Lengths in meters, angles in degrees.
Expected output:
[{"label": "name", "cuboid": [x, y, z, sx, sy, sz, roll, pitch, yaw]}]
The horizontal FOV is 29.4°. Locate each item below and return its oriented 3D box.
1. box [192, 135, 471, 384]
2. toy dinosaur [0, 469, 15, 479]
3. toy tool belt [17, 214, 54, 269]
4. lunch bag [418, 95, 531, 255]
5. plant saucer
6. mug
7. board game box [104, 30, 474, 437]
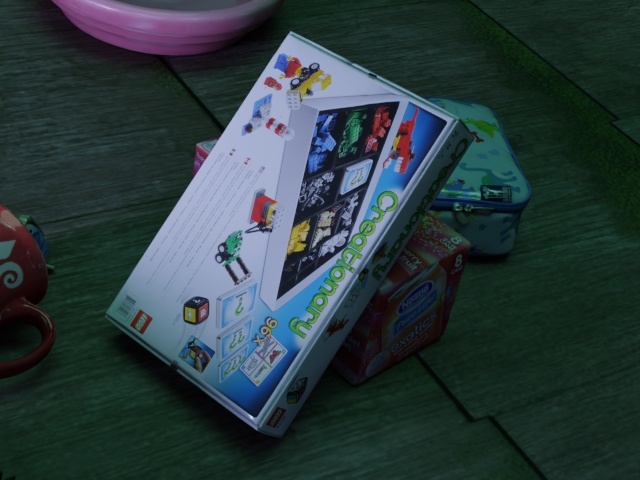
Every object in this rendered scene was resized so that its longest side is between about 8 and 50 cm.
[{"label": "box", "cuboid": [0.000, 0.000, 1.165, 0.128, 0.122, 0.257, -24, 50, -38]}, {"label": "toy dinosaur", "cuboid": [-0.337, 0.192, 0.832, 0.218, 0.164, 0.321, -3, 75, 3]}, {"label": "toy tool belt", "cuboid": [-0.275, 0.003, 1.123, 0.051, 0.083, 0.052, 32, 78, 15]}, {"label": "lunch bag", "cuboid": [0.124, -0.075, 1.331, 0.176, 0.090, 0.219, 4, 37, -7]}, {"label": "plant saucer", "cuboid": [-0.208, -0.336, 1.577, 0.332, 0.084, 0.332, 8, 38, -6]}, {"label": "mug", "cuboid": [-0.314, 0.054, 1.012, 0.150, 0.113, 0.169, 20, 39, 29]}, {"label": "board game box", "cuboid": [-0.031, -0.010, 1.052, 0.193, 0.305, 0.053, 32, -2, 29]}]
